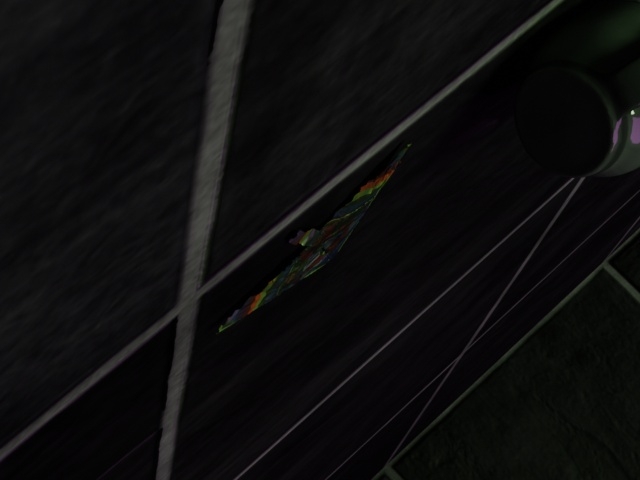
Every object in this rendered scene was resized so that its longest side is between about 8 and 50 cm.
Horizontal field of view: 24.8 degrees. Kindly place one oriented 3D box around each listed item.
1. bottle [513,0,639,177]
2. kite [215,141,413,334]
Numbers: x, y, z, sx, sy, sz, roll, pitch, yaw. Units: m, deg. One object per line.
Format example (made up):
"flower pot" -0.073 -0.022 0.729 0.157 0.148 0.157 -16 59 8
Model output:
"bottle" 0.193 -0.107 0.755 0.253 0.079 0.096 -33 -175 -43
"kite" 0.000 0.000 0.665 0.122 0.004 0.090 -45 168 3
